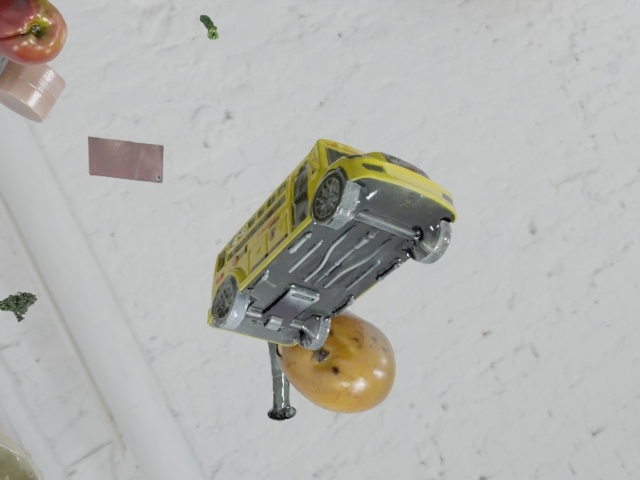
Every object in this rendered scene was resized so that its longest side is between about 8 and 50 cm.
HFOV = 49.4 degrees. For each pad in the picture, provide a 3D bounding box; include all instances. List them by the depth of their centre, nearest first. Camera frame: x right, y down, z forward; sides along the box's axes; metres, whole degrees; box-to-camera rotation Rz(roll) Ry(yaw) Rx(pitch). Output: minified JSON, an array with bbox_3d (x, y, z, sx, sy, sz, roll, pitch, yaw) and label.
[{"bbox_3d":[-0.493,-0.204,1.767,0.187,0.113,0.006,6,-145,-8],"label":"pad"}]

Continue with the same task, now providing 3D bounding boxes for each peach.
[{"bbox_3d":[-0.379,-0.274,0.893,0.100,0.101,0.101,-28,179,0],"label":"peach"}]

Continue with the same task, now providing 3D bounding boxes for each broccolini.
[{"bbox_3d":[-0.599,0.140,1.297,0.194,0.052,0.054,-27,-150,33],"label":"broccolini"}]

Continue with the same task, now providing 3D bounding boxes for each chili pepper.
[{"bbox_3d":[-0.241,-0.468,1.531,0.034,0.091,0.030,9,126,-34],"label":"chili pepper"}]

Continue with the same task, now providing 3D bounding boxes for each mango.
[{"bbox_3d":[0.018,0.184,1.185,0.290,0.190,0.160,-120,-132,-78],"label":"mango"}]

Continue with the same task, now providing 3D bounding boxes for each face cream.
[{"bbox_3d":[-0.671,-0.352,1.579,0.104,0.149,0.149,-64,-171,-14],"label":"face cream"}]

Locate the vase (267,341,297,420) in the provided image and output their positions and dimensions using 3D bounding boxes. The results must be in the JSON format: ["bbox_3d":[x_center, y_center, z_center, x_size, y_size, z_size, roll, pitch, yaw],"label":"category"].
[{"bbox_3d":[-0.075,0.257,1.325,0.059,0.167,0.059,0,-166,0],"label":"vase"}]

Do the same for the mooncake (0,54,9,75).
[{"bbox_3d":[-0.701,-0.376,1.279,0.245,0.244,0.134,-29,-139,61],"label":"mooncake"}]

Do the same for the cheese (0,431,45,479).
[{"bbox_3d":[-0.675,0.498,1.330,0.153,0.332,0.292,-38,-142,2],"label":"cheese"}]

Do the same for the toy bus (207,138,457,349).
[{"bbox_3d":[0.000,0.000,0.801,0.144,0.152,0.330,19,138,-29],"label":"toy bus"}]
